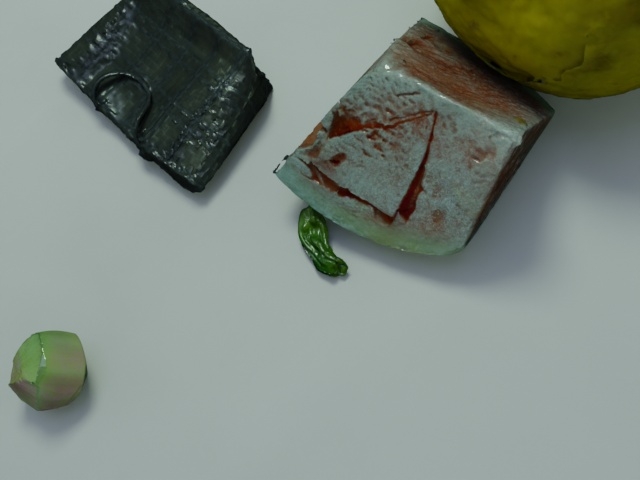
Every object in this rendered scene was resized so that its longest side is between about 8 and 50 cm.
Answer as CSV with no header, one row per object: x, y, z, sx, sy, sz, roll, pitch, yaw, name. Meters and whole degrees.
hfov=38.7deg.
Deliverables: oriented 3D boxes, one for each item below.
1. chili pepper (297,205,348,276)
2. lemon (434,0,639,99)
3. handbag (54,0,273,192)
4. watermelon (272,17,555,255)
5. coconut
-0.001,0.001,0.981,0.034,0.030,0.091,-12,65,-23,chili pepper
0.282,-0.324,0.902,0.387,0.350,0.350,-31,65,-23,lemon
-0.180,-0.189,1.068,0.270,0.088,0.175,41,86,22,handbag
0.110,-0.134,0.928,0.213,0.201,0.261,33,70,12,watermelon
-0.279,0.135,0.944,0.082,0.081,0.083,-3,81,39,coconut
